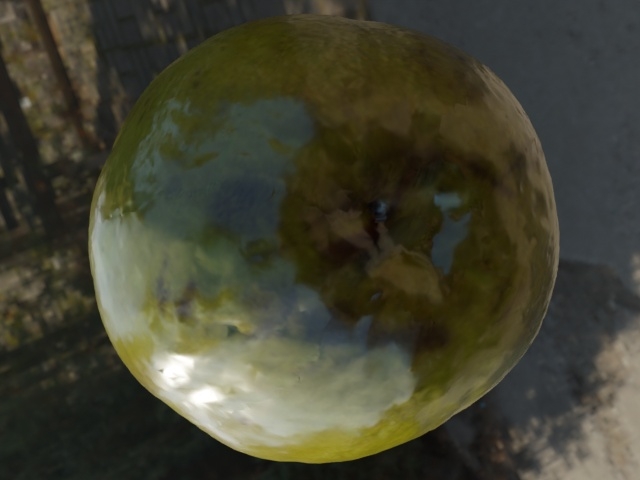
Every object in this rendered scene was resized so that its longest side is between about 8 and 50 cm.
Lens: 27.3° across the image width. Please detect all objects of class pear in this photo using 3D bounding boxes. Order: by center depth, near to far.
[{"bbox_3d":[0.000,0.000,0.430,0.149,0.149,0.162,66,156,1],"label":"pear"}]
